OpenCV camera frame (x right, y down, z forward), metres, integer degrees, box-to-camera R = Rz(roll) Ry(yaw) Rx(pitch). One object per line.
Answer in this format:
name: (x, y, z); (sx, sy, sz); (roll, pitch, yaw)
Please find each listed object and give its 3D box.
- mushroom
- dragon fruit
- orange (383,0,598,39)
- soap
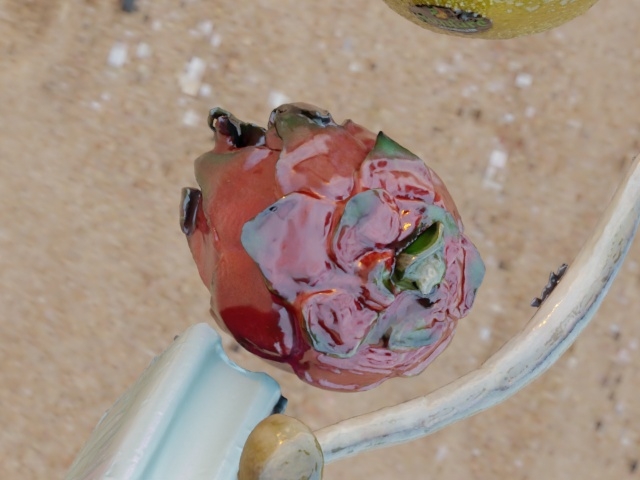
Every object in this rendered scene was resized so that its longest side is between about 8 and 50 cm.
mushroom: (0.082, 0.040, 0.918); (0.306, 0.043, 0.068); (-34, 145, -29)
dragon fruit: (0.000, 0.000, 1.373); (0.192, 0.274, 0.193); (5, 106, -32)
orange: (0.120, -0.247, 1.367); (0.236, 0.236, 0.236); (-14, 114, -35)
soap: (-0.126, 0.176, 1.275); (0.094, 0.150, 0.261); (43, 32, -11)
